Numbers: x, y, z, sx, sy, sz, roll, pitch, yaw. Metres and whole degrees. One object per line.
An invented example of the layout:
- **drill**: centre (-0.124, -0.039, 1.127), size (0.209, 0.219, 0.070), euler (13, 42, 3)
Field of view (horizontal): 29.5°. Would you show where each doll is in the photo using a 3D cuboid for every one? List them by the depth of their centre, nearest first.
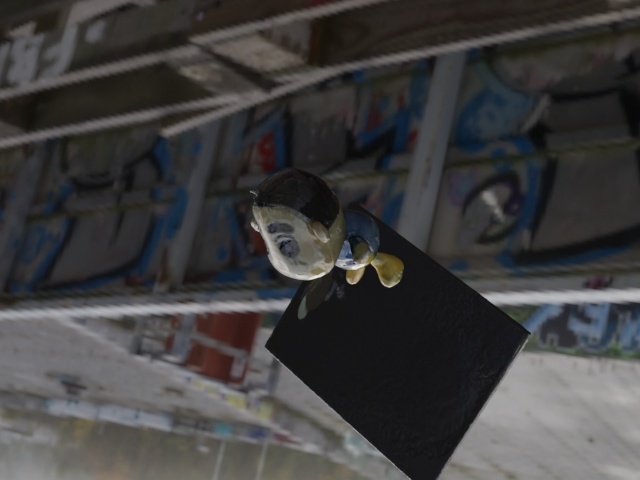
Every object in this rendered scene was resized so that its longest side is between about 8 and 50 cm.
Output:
- **doll**: centre (0.000, 0.000, 1.059), size (0.102, 0.089, 0.179), euler (3, 154, 46)

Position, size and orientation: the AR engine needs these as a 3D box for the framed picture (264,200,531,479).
- **framed picture**: centre (0.088, 0.130, 1.569), size (0.324, 0.244, 0.013), euler (39, -166, 34)
